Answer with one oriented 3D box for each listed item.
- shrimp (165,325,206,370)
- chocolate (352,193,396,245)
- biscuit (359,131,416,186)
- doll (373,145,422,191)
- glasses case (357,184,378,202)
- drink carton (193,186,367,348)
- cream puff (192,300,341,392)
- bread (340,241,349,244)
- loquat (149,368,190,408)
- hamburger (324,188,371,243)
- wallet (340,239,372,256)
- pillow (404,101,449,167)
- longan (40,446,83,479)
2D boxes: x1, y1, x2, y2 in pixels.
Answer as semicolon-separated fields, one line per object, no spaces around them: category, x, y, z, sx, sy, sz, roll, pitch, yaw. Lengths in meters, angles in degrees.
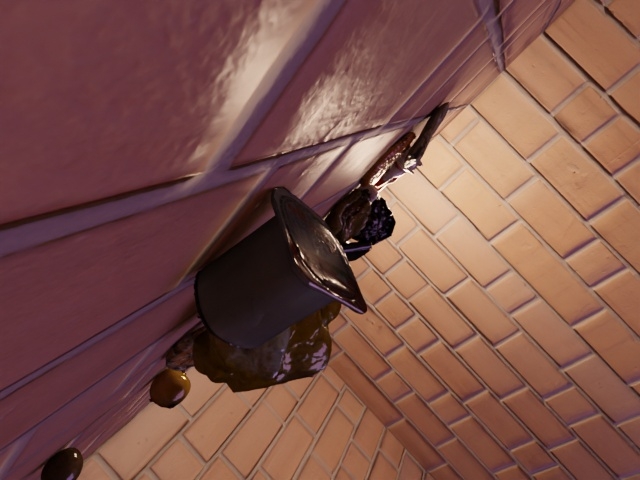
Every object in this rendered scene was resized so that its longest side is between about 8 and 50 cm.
shrimp;-0.326;0.319;1.287;0.233;0.071;0.365;-50;157;26
chocolate;0.188;-0.112;1.629;0.206;0.224;0.177;-27;162;-4
biscuit;0.229;-0.269;1.368;0.254;0.035;0.254;-43;178;-2
doll;0.313;-0.293;1.686;0.188;0.099;0.384;-44;-176;-12
glasses case;0.140;-0.142;1.554;0.204;0.081;0.051;-48;179;37
drink carton;-0.066;0.055;0.611;0.190;0.191;0.185;-37;142;21
cream puff;-0.125;0.164;0.948;0.379;0.275;0.378;-16;-170;3
bread;-0.027;0.095;1.788;0.340;0.179;0.194;-45;179;-16
loquat;-0.563;0.552;1.517;0.163;0.137;0.163;-47;160;-23
hamburger;0.092;-0.092;1.458;0.183;0.130;0.206;-43;160;-37
wallet;0.016;0.055;1.490;0.318;0.045;0.172;-4;162;-21
pillow;0.358;-0.356;1.373;0.229;0.050;0.148;-57;-175;-3
longan;-0.702;0.622;1.104;0.113;0.092;0.113;-62;-173;13
